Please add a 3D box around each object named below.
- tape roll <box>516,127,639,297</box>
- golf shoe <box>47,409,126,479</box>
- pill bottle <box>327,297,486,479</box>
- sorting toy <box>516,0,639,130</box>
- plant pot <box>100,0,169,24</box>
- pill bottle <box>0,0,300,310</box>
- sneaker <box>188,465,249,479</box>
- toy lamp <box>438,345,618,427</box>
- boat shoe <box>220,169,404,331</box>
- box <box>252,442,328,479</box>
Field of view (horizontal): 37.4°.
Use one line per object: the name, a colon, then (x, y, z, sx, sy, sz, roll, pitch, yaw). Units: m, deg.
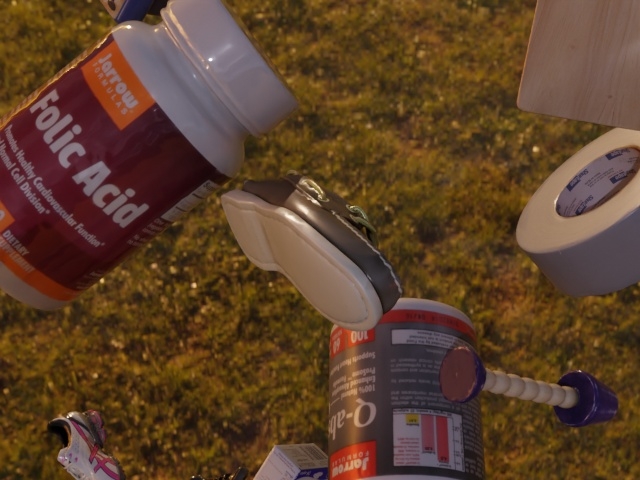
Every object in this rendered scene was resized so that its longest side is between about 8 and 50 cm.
tape roll: (0.323, -0.039, 1.033, 0.219, 0.072, 0.219, -40, 16, 14)
golf shoe: (-0.347, 0.335, 1.400, 0.085, 0.068, 0.186, -1, 41, -38)
pill bottle: (0.114, 0.279, 1.264, 0.210, 0.210, 0.363, 0, 60, 2)
sorting toy: (0.332, -0.222, 0.849, 0.255, 0.257, 0.089, 13, 9, 16)
plant pot: (-0.252, -0.471, 1.425, 0.212, 0.236, 0.236, -34, 89, -36)
pill bottle: (-0.232, -0.114, 1.117, 0.392, 0.224, 0.224, -37, 46, 6)
sneaker: (-0.206, 0.457, 1.726, 0.089, 0.170, 0.051, 36, 23, 8)
toy lamp: (0.279, 0.193, 1.218, 0.274, 0.080, 0.080, 16, 31, -34)
boat shoe: (-0.001, -0.004, 0.903, 0.091, 0.109, 0.305, -27, 25, -18)
box: (-0.058, 0.432, 1.659, 0.072, 0.137, 0.126, 38, 12, 32)
